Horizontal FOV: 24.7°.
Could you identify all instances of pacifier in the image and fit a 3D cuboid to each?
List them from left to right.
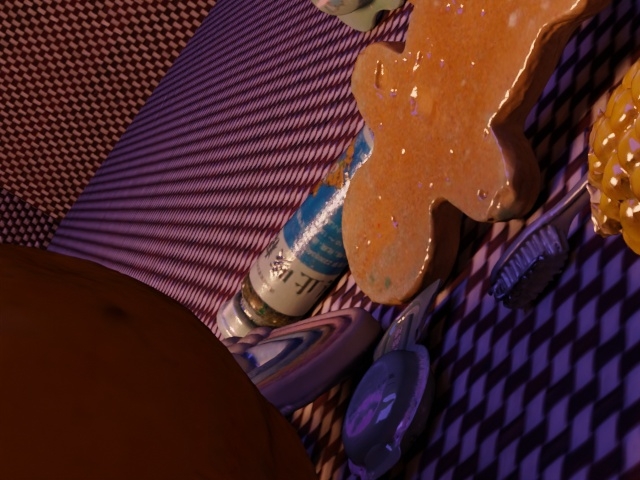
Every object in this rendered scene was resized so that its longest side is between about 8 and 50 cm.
[{"bbox_3d":[0.042,-0.260,1.311,0.116,0.127,0.150,-37,-2,-21],"label":"pacifier"}]

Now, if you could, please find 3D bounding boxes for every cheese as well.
[{"bbox_3d":[0.035,0.071,0.714,0.067,0.026,0.120,-48,16,35],"label":"cheese"}]

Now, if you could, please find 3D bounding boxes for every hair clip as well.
[{"bbox_3d":[-0.033,0.087,0.796,0.140,0.054,0.220,-23,10,25],"label":"hair clip"}]

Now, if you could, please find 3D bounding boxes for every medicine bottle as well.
[{"bbox_3d":[0.000,0.000,0.957,0.191,0.051,0.051,-51,14,31],"label":"medicine bottle"}]

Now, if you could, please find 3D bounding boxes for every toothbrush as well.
[{"bbox_3d":[0.161,-0.074,0.598,0.288,0.021,0.024,-52,25,26],"label":"toothbrush"}]

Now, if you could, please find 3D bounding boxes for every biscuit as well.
[{"bbox_3d":[0.068,-0.070,0.755,0.153,0.030,0.234,48,128,47],"label":"biscuit"}]

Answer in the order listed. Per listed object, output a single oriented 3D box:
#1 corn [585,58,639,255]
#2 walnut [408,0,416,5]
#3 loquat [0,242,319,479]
[{"bbox_3d":[0.173,-0.067,0.385,0.260,0.091,0.091,-45,54,44],"label":"corn"},{"bbox_3d":[0.105,-0.213,0.828,0.197,0.165,0.165,-33,27,42],"label":"walnut"},{"bbox_3d":[-0.151,0.156,0.568,0.328,0.328,0.328,-54,14,19],"label":"loquat"}]
